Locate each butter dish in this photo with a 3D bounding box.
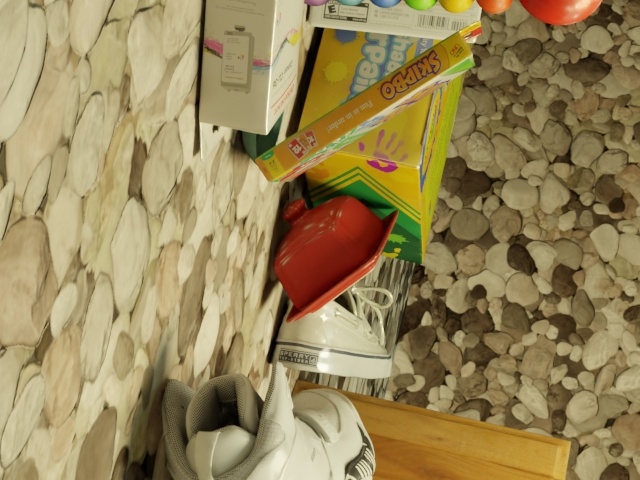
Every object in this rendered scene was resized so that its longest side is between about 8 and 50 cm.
[{"bbox_3d":[0.000,0.000,1.665,0.160,0.118,0.160,-38,-170,25],"label":"butter dish"}]

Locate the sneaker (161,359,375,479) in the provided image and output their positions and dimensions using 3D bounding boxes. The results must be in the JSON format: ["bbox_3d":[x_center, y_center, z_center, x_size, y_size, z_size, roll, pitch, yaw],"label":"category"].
[{"bbox_3d":[-0.046,0.195,1.345,0.366,0.137,0.210,-65,141,-64],"label":"sneaker"}]

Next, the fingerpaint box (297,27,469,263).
[{"bbox_3d":[0.104,-0.243,1.812,0.371,0.163,0.445,75,27,-71],"label":"fingerpaint box"}]

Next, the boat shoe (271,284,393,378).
[{"bbox_3d":[0.024,0.109,1.915,0.367,0.136,0.156,20,78,-71],"label":"boat shoe"}]

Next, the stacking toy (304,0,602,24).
[{"bbox_3d":[0.112,-0.275,1.306,0.141,0.330,0.141,11,90,-81],"label":"stacking toy"}]

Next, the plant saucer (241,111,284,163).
[{"bbox_3d":[-0.060,-0.135,1.405,0.119,0.021,0.119,11,90,-81],"label":"plant saucer"}]

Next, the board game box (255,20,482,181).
[{"bbox_3d":[0.058,-0.139,1.381,0.259,0.039,0.124,-34,178,8],"label":"board game box"}]

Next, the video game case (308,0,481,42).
[{"bbox_3d":[0.096,-0.328,1.565,0.023,0.201,0.183,-105,-159,-68],"label":"video game case"}]

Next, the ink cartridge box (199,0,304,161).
[{"bbox_3d":[-0.060,-0.173,1.218,0.115,0.067,0.198,-63,162,-60],"label":"ink cartridge box"}]

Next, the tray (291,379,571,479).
[{"bbox_3d":[0.137,0.338,1.941,0.076,0.411,0.203,90,15,-46],"label":"tray"}]
